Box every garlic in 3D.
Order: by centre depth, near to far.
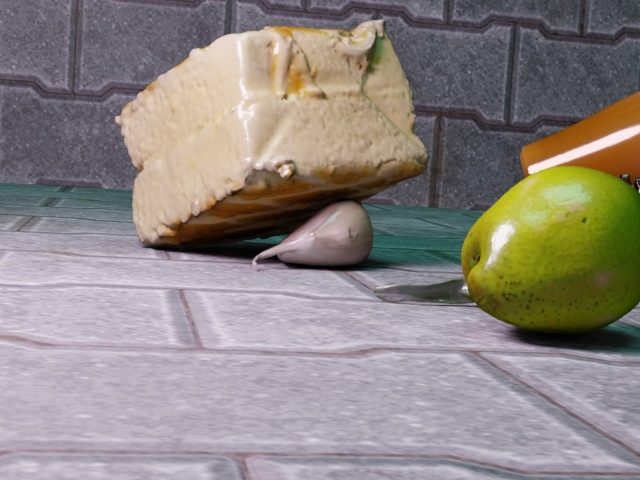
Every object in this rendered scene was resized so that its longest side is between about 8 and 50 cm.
[{"bbox_3d":[0.001,-0.002,1.583,0.128,0.148,0.266,43,10,13],"label":"garlic"}]

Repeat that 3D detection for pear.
[{"bbox_3d":[0.239,0.016,1.095,0.220,0.187,0.187,-22,16,-24],"label":"pear"}]

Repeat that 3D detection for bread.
[{"bbox_3d":[-0.080,-0.164,1.704,0.390,0.279,0.371,-11,-11,-40],"label":"bread"}]

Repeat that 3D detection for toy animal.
[{"bbox_3d":[0.176,0.063,1.244,0.217,0.041,0.075,-1,4,-10],"label":"toy animal"}]

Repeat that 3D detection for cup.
[{"bbox_3d":[0.500,-0.122,1.842,0.264,0.226,0.182,-19,-7,19],"label":"cup"}]

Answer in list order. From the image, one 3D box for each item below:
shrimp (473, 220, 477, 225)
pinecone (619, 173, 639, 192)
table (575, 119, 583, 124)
[{"bbox_3d":[0.452,-0.016,2.235,0.317,0.077,0.168,7,-6,-19],"label":"shrimp"},{"bbox_3d":[0.464,-0.017,1.647,0.195,0.150,0.179,-8,-39,-3],"label":"pinecone"},{"bbox_3d":[0.594,-0.101,2.073,0.251,0.196,0.282,5,26,24],"label":"table"}]
